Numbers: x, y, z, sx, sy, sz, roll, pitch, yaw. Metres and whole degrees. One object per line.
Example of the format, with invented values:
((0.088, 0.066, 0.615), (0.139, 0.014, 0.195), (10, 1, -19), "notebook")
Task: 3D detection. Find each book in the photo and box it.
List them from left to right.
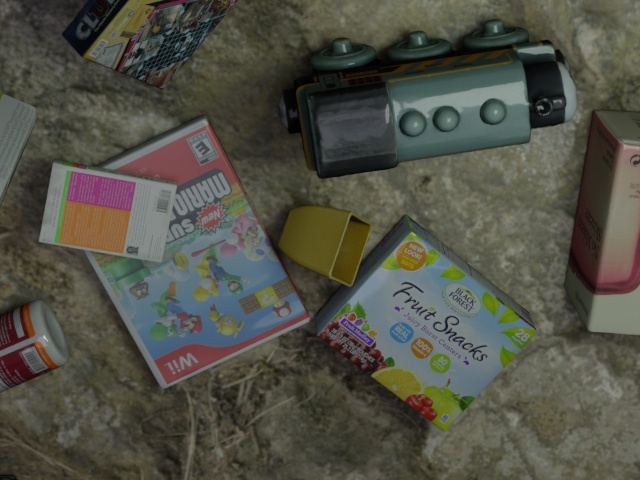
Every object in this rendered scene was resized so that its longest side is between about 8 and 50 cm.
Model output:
((-0.245, -0.034, 1.910), (0.144, 0.035, 0.096), (11, 106, -8), "book")

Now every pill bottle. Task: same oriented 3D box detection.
((-0.383, 0.136, 1.960), (0.152, 0.086, 0.086), (-23, 110, 5), "pill bottle")

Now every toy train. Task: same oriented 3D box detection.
((0.121, -0.153, 1.834), (0.334, 0.190, 0.142), (-7, 111, -1), "toy train")

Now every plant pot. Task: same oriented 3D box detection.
((0.000, 0.000, 1.932), (0.083, 0.081, 0.081), (17, 87, 21), "plant pot")

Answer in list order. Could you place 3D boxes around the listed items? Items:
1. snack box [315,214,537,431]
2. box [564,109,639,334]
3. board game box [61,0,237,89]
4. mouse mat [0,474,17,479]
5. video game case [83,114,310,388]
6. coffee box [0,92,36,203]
((0.126, 0.100, 1.990), (0.207, 0.070, 0.174), (38, 103, -17), "snack box")
((0.373, -0.020, 1.921), (0.127, 0.148, 0.232), (5, 109, -5), "box")
((-0.149, -0.283, 1.791), (0.243, 0.165, 0.042), (-48, 65, 12), "board game box")
((-0.473, 0.363, 2.078), (0.190, 0.007, 0.152), (1, 110, -3), "mouse mat")
((-0.163, 0.017, 1.964), (0.204, 0.025, 0.285), (-25, 110, 5), "video game case")
((-0.534, 0.000, 1.733), (0.334, 0.338, 0.337), (23, 120, -11), "coffee box")
